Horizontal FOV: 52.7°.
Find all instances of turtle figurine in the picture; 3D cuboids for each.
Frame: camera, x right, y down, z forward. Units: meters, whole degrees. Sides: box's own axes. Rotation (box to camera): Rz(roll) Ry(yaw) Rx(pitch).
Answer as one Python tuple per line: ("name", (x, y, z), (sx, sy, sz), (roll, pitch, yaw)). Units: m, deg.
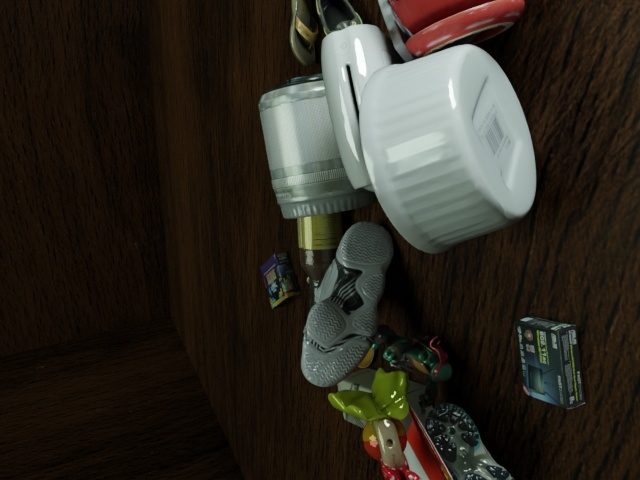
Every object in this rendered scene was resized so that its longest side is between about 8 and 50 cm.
("turtle figurine", (0.188, 0.242, 1.259), (0.175, 0.118, 0.234), (59, 169, -20))

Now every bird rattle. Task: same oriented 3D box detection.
("bird rattle", (0.126, 0.355, 1.138), (0.207, 0.143, 0.253), (72, 174, -79))

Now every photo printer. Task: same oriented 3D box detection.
("photo printer", (0.097, -0.204, 1.056), (0.307, 0.107, 0.256), (-16, -86, -71))

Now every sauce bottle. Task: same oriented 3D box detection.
("sauce bottle", (0.000, 0.000, 1.538), (0.111, 0.111, 0.344), (-164, 70, -64))

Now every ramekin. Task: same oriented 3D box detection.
("ramekin", (0.187, -0.130, 0.892), (0.135, 0.277, 0.277), (-16, 86, 37))

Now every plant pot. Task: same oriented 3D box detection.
("plant pot", (0.185, -0.362, 0.901), (0.191, 0.191, 0.174), (-9, 102, 66))

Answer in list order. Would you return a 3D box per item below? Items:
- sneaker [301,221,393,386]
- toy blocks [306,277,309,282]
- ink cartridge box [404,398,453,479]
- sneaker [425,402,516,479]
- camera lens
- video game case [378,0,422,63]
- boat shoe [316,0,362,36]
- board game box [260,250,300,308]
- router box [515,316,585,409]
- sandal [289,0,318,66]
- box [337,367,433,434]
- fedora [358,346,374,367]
("sneaker", (0.050, 0.153, 1.369), (0.210, 0.137, 0.365), (107, -177, -63))
("toy blocks", (0.007, 0.100, 1.672), (0.148, 0.054, 0.123), (64, 154, 29))
("ink cartridge box", (0.199, 0.481, 1.174), (0.308, 0.091, 0.385), (-122, 8, -67))
("sneaker", (0.287, 0.437, 1.187), (0.122, 0.110, 0.283), (78, 168, -66))
("camera lens", (-0.004, -0.197, 1.348), (0.219, 0.219, 0.274), (5, 105, 65))
("video game case", (0.148, -0.305, 1.038), (0.019, 0.143, 0.157), (-31, 42, 22))
("boat shoe", (0.047, -0.411, 1.282), (0.227, 0.081, 0.068), (66, -172, 28))
("board game box", (-0.125, 0.123, 1.985), (0.170, 0.048, 0.141), (-43, 63, 63))
("router box", (0.345, 0.183, 0.977), (0.092, 0.038, 0.122), (3, 104, 65))
("sandal", (-0.031, -0.490, 1.476), (0.049, 0.072, 0.180), (14, 111, 41))
("box", (0.141, 0.367, 1.451), (0.275, 0.094, 0.113), (-9, 93, 67))
("fedora", (0.062, 0.227, 1.579), (0.194, 0.079, 0.194), (39, 135, 54))
